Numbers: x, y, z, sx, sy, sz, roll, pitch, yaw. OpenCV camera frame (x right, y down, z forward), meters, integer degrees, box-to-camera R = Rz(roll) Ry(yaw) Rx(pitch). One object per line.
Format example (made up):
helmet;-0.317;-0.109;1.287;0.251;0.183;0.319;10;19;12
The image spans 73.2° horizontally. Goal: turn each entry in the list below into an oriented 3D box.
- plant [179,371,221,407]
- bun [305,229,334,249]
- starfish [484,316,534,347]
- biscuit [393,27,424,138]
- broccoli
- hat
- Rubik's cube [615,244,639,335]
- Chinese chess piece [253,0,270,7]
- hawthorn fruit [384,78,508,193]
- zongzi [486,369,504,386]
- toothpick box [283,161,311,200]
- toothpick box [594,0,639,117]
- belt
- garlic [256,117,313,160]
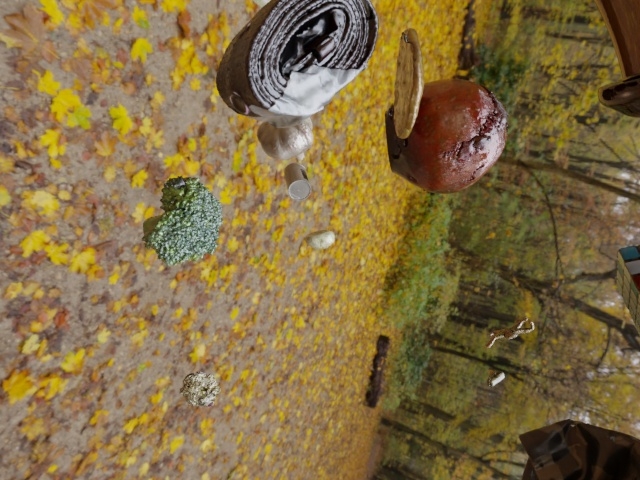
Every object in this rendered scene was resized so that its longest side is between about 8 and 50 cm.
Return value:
plant;-0.373;0.463;1.323;0.122;0.116;0.104;-53;-172;47
bun;0.000;0.000;1.654;0.115;0.115;0.069;-33;111;-63
starfish;0.765;0.384;1.759;0.209;0.053;0.150;-29;173;-4
biscuit;0.182;-0.338;0.905;0.203;0.041;0.260;85;7;-57
broccoli;-0.512;-0.073;1.628;0.277;0.317;0.338;37;78;-45
hat;0.604;0.613;0.929;0.366;0.257;0.382;-123;-163;-64
Rubik's cube;0.744;0.102;0.920;0.154;0.151;0.155;54;29;-41
Chinese chess piece;-0.221;-0.874;1.386;0.101;0.250;0.250;-35;175;22
hawthorn fruit;0.304;-0.264;1.094;0.316;0.316;0.316;16;90;-72
zongzi;0.632;0.509;1.611;0.076;0.083;0.040;-20;102;-25
toothpick box;-0.109;-0.276;2.003;0.181;0.111;0.111;-106;-166;-52
toothpick box;0.571;-0.363;0.738;0.192;0.192;0.294;-41;114;-59
belt;-0.044;-0.314;0.730;0.289;0.164;0.184;-49;121;-19
garlic;-0.105;-0.360;1.573;0.212;0.218;0.218;54;53;-50
